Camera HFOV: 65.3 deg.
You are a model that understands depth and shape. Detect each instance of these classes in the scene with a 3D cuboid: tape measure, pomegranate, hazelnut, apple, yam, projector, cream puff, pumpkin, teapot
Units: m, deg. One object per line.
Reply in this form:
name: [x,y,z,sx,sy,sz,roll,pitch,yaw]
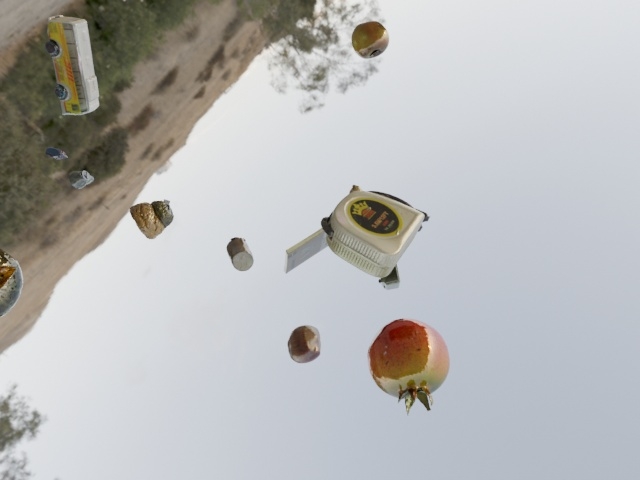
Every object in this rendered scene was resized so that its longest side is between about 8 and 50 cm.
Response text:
tape measure: [0.138,-0.038,1.354,0.271,0.231,0.133,-45,160,-44]
pomegranate: [0.239,0.332,1.339,0.221,0.221,0.257,-32,-137,22]
hazelnut: [-0.066,0.404,1.954,0.143,0.143,0.154,-28,-132,29]
apple: [0.151,-0.618,1.533,0.114,0.102,0.099,-21,176,22]
yam: [-0.265,0.047,1.643,0.084,0.084,0.127,-42,-152,4]
projector: [0.251,0.057,1.986,0.088,0.193,0.270,-12,-106,5]
cream puff: [-0.748,-0.117,2.267,0.169,0.183,0.183,-32,-154,-5]
pumpkin: [-0.966,0.118,1.391,0.159,0.238,0.238,-13,-140,42]
teapot: [-0.888,-0.230,1.866,0.057,0.066,0.088,-21,168,12]

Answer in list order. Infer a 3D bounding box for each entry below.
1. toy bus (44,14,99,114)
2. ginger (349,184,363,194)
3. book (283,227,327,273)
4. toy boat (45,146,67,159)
toy bus: [-0.706,-0.495,1.429,0.106,0.268,0.092,6,-150,1]
ginger: [0.168,-0.153,2.148,0.068,0.190,0.095,-20,-141,3]
book: [0.000,0.000,1.813,0.310,0.021,0.217,-33,166,-17]
toy boat: [-0.876,-0.287,1.661,0.083,0.038,0.038,18,-123,15]
